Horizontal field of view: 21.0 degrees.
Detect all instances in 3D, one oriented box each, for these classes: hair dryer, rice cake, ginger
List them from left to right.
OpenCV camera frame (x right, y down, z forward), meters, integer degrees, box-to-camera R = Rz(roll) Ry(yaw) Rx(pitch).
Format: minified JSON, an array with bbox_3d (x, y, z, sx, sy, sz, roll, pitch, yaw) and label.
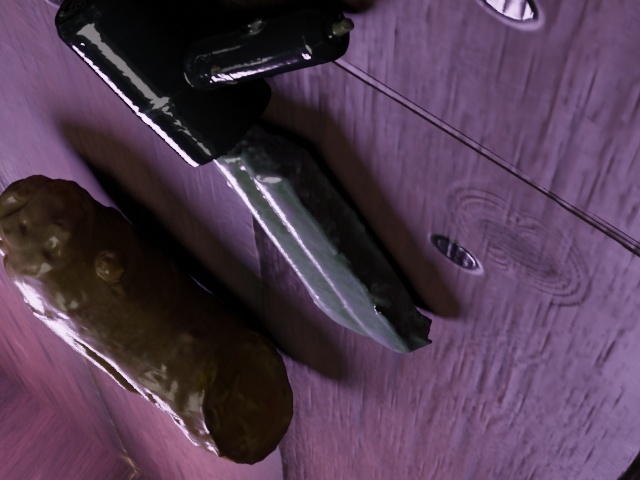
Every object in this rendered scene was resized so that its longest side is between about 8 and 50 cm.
[{"bbox_3d":[-0.156,0.074,1.539,0.354,0.126,0.190,44,157,-17],"label":"ginger"},{"bbox_3d":[-0.051,-0.110,0.957,0.124,0.071,0.219,46,155,-26],"label":"hair dryer"},{"bbox_3d":[0.000,0.000,1.173,0.085,0.040,0.226,22,158,41],"label":"rice cake"}]
